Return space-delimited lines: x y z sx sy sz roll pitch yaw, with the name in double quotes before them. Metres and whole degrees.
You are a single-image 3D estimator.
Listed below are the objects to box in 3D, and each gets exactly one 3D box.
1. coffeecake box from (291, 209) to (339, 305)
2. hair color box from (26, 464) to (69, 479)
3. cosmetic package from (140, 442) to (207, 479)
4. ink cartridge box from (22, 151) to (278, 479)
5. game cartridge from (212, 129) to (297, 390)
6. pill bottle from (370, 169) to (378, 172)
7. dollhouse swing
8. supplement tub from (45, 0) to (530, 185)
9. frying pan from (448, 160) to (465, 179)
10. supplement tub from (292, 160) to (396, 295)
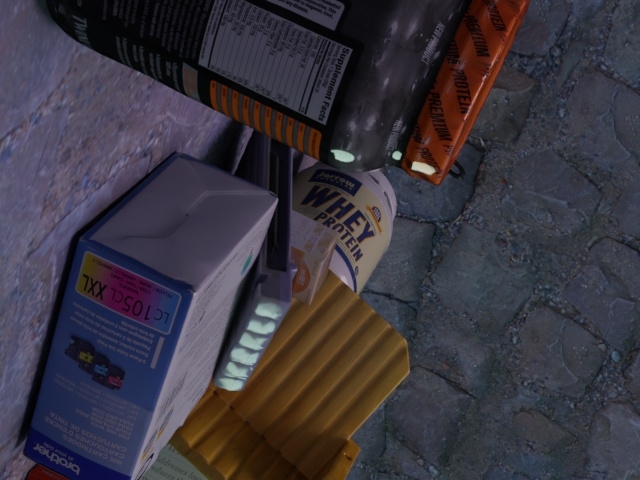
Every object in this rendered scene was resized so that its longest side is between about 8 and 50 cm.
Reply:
"coffeecake box" -0.075 0.007 1.852 0.068 0.185 0.142 -59 172 -32
"hair color box" -0.349 0.327 1.563 0.093 0.053 0.167 -67 174 20
"cosmetic package" -0.178 0.480 2.248 0.394 0.329 0.327 -61 172 -27
"ink cartridge box" -0.215 0.127 1.407 0.270 0.151 0.395 -53 166 -58
"game cartridge" -0.091 0.008 1.611 0.230 0.068 0.355 114 -18 -48
"pill bottle" 0.110 -0.290 2.094 0.301 0.169 0.169 -58 174 9
"dollhouse swing" -0.053 0.226 1.857 0.305 0.347 0.315 -48 177 13
"supplement tub" -0.024 -0.187 0.893 0.207 0.338 0.207 -62 174 -12
"frying pan" 0.127 -0.215 2.199 0.197 0.326 0.053 -31 156 23
"supplement tub" 0.000 0.000 2.179 0.325 0.235 0.235 -56 170 -49
